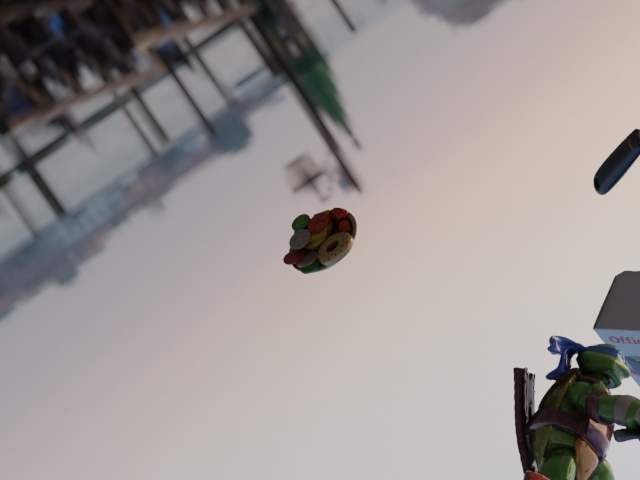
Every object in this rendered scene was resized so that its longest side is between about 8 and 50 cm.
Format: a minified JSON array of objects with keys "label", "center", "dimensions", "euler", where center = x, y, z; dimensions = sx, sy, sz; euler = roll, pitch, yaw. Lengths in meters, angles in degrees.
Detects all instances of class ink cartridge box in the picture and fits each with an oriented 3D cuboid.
[{"label":"ink cartridge box","center":[0.448,0.133,2.323],"dimensions":[0.154,0.212,0.093],"euler":[0,-129,43]}]

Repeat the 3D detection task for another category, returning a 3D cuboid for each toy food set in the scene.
[{"label":"toy food set","center":[0.000,0.000,1.979],"dimensions":[0.083,0.020,0.083],"euler":[-18,-136,26]}]

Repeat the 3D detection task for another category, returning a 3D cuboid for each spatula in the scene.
[{"label":"spatula","center":[0.362,-0.122,2.087],"dimensions":[0.030,0.084,0.296],"euler":[-4,157,-25]}]

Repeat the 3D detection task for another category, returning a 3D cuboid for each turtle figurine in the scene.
[{"label":"turtle figurine","center":[0.294,0.245,1.924],"dimensions":[0.266,0.275,0.198],"euler":[-56,-169,-21]}]

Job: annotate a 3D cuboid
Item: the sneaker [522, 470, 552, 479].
[{"label":"sneaker","center":[0.074,0.271,1.315],"dimensions":[0.350,0.148,0.131],"euler":[-43,-165,28]}]
